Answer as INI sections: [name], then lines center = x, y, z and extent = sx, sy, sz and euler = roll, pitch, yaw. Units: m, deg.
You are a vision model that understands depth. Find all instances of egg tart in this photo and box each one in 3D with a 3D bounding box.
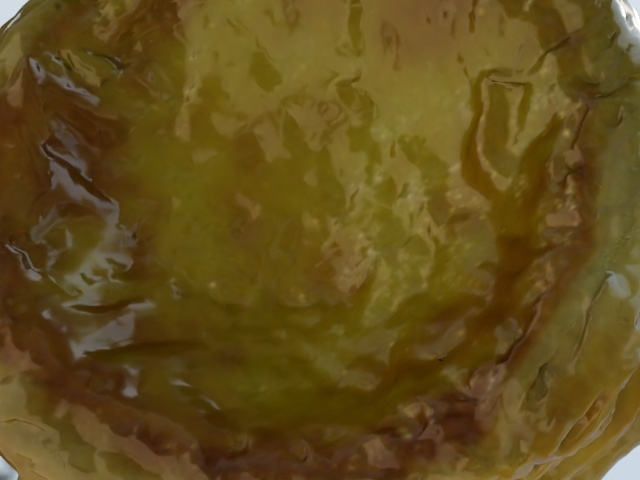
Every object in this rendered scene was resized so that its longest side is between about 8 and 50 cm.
[egg tart]
center = 0.000, 0.000, 0.736
extent = 0.319, 0.128, 0.319
euler = -6, -117, 12
